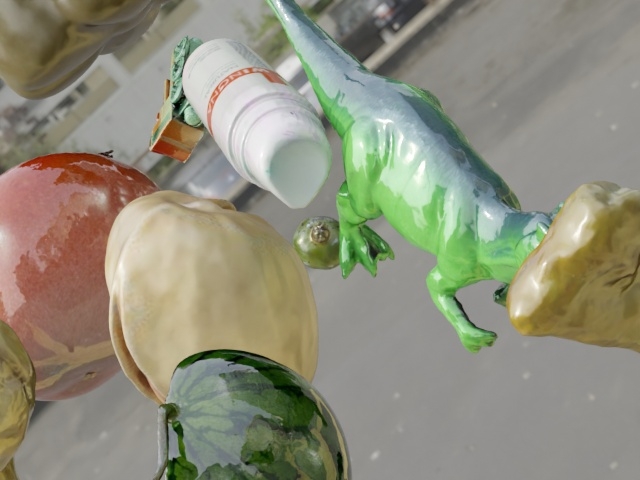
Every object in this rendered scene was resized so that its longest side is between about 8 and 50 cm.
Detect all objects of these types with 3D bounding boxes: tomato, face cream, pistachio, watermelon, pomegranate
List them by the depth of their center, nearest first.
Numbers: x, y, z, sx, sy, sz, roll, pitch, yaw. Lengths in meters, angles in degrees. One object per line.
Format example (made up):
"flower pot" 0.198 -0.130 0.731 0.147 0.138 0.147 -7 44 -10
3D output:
"watermelon" -0.042 0.185 0.995 0.127 0.232 0.204 -9 40 17
"face cream" -0.067 -0.128 1.284 0.102 0.102 0.345 -43 26 1
"pistachio" -0.121 0.074 1.322 0.229 0.309 0.230 -7 41 7
"pomegranate" -0.003 -0.002 1.542 0.073 0.084 0.073 -16 50 19
"tomato" -0.333 0.058 1.641 0.341 0.341 0.273 -38 58 21

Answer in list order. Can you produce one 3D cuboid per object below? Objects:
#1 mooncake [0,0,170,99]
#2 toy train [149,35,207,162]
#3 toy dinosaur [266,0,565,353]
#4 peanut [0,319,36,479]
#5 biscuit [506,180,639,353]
"mooncake" -0.369 -0.440 1.963 0.467 0.262 0.467 -36 7 5
"toy train" -0.194 -0.209 1.773 0.118 0.074 0.176 -50 31 36
"toy dinosaur" 0.057 -0.122 1.101 0.144 0.500 0.374 -31 4 -16
"peanut" -0.248 0.125 0.747 0.147 0.147 0.306 -54 -9 -38
"biscuit" 0.191 -0.010 0.637 0.039 0.183 0.174 52 122 41
